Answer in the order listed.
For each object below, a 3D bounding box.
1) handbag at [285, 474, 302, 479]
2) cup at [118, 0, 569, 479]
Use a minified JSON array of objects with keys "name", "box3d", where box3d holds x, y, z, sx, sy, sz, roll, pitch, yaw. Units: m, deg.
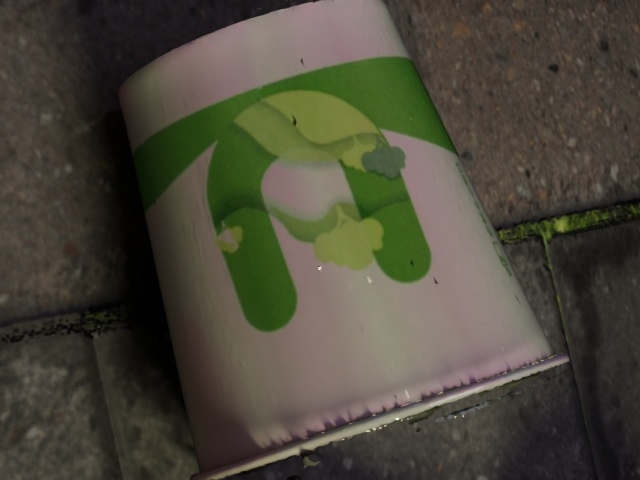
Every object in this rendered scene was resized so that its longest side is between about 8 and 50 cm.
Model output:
[{"name":"handbag","box3d":[0.039,0.302,1.147,0.247,0.080,0.223,34,41,-21]},{"name":"cup","box3d":[0.000,0.000,1.118,0.253,0.253,0.274,-11,80,-47]}]
